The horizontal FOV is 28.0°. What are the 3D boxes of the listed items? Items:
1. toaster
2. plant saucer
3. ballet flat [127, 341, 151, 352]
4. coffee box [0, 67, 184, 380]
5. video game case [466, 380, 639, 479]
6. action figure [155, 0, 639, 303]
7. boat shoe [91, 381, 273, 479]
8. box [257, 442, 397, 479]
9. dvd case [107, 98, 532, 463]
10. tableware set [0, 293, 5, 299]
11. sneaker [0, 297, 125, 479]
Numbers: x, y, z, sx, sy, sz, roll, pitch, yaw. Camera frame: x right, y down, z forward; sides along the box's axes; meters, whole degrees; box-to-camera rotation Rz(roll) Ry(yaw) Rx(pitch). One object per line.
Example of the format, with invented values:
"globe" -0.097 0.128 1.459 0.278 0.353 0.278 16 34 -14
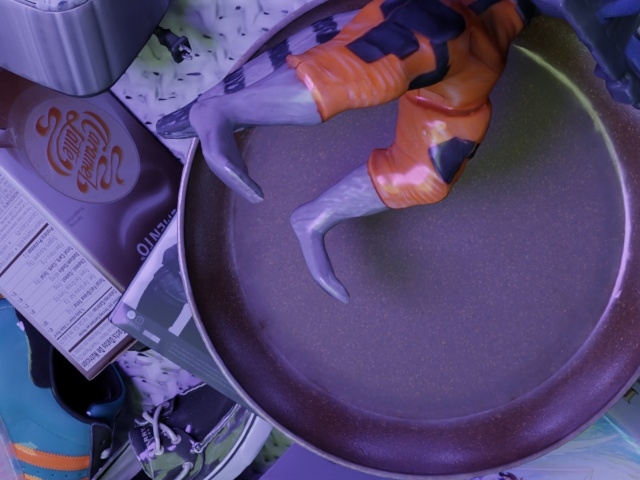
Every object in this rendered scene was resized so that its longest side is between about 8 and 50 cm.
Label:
"toaster" -0.187 -0.188 0.810 0.227 0.129 0.146 31 165 6
"plant saucer" 0.067 -0.008 0.796 0.310 0.050 0.311 0 95 0
"ballet flat" -0.099 0.075 0.998 0.173 0.057 0.049 -8 101 28
"coffee box" -0.196 -0.041 0.927 0.246 0.141 0.098 45 128 -6
"video game case" 0.140 0.188 0.950 0.244 0.061 0.269 41 128 -2
"action figure" 0.058 -0.152 0.653 0.178 0.330 0.341 39 175 36
"boat shoe" -0.115 0.167 1.013 0.070 0.078 0.219 27 113 -38
"box" 0.030 0.233 0.864 0.181 0.182 0.119 25 111 13
"dvd case" 0.000 0.000 0.837 0.179 0.029 0.239 33 94 -3
"tableware set" -0.238 0.008 1.053 0.104 0.024 0.154 42 129 2
"sneaker" -0.212 0.174 1.077 0.121 0.108 0.302 -16 124 -1
